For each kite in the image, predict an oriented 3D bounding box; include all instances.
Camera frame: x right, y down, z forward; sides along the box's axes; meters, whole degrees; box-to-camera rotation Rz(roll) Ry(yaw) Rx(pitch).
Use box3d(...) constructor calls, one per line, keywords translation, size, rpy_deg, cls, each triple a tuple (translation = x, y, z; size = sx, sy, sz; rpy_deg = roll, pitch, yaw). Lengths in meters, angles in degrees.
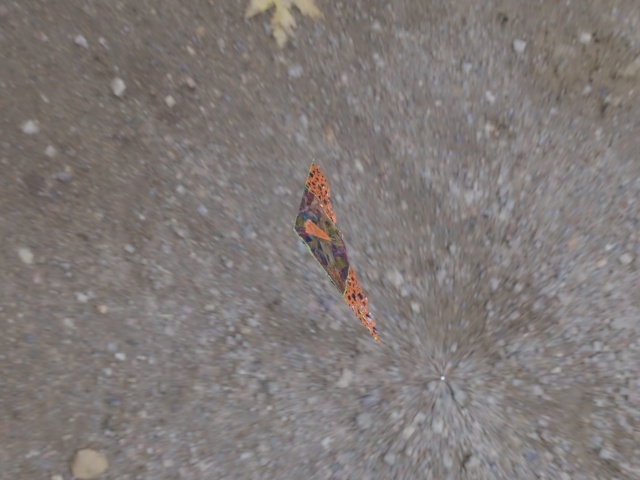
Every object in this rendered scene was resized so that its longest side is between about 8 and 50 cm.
box3d(translation=(0.001, -0.001, 1.342), size=(0.008, 0.125, 0.222), rpy_deg=(-27, 70, 22), cls="kite")
